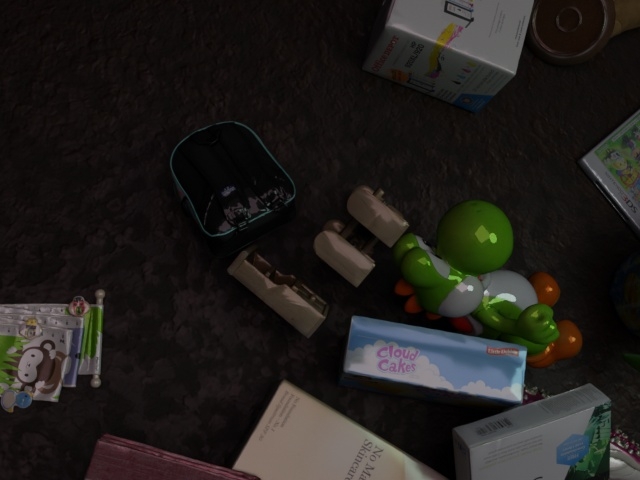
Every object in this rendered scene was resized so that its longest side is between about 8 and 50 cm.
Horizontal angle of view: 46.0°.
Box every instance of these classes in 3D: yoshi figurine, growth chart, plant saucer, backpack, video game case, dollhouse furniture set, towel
[{"bbox_3d":[0.272,0.056,1.141,0.362,0.203,0.203,27,77,-37],"label":"yoshi figurine"},{"bbox_3d":[-0.439,0.166,1.125,0.237,0.021,0.172,-4,79,-12],"label":"growth chart"},{"bbox_3d":[0.457,-0.407,1.395,0.168,0.029,0.168,5,108,16],"label":"plant saucer"},{"bbox_3d":[-0.143,-0.082,1.178,0.166,0.144,0.188,-30,75,-14],"label":"backpack"},{"bbox_3d":[0.616,-0.135,1.422,0.212,0.023,0.193,-38,88,-18],"label":"video game case"},{"bbox_3d":[0.000,0.000,1.165,0.161,0.212,0.242,40,97,-1],"label":"dollhouse furniture set"},{"bbox_3d":[-0.241,0.445,1.042,0.237,0.037,0.329,20,97,-8],"label":"towel"}]

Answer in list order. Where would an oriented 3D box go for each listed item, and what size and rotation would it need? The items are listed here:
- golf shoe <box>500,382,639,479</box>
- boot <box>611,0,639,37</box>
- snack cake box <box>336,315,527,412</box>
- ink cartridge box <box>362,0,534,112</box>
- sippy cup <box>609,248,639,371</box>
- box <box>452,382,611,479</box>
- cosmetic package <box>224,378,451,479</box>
[{"bbox_3d":[0.414,0.350,1.239,0.306,0.115,0.140,27,100,-10],"label":"golf shoe"},{"bbox_3d":[0.573,-0.511,1.471,0.269,0.089,0.236,-28,97,-16],"label":"boot"},{"bbox_3d":[0.164,0.194,1.159,0.264,0.152,0.089,10,73,1],"label":"snack cake box"},{"bbox_3d":[0.216,-0.361,1.310,0.232,0.171,0.168,19,74,-7],"label":"ink cartridge box"},{"bbox_3d":[0.618,0.079,1.269,0.305,0.224,0.240,-14,80,-15],"label":"sippy cup"},{"bbox_3d":[0.322,0.390,1.134,0.232,0.058,0.322,-15,115,-13],"label":"box"},{"bbox_3d":[0.028,0.355,1.136,0.309,0.113,0.160,31,73,-3],"label":"cosmetic package"}]
